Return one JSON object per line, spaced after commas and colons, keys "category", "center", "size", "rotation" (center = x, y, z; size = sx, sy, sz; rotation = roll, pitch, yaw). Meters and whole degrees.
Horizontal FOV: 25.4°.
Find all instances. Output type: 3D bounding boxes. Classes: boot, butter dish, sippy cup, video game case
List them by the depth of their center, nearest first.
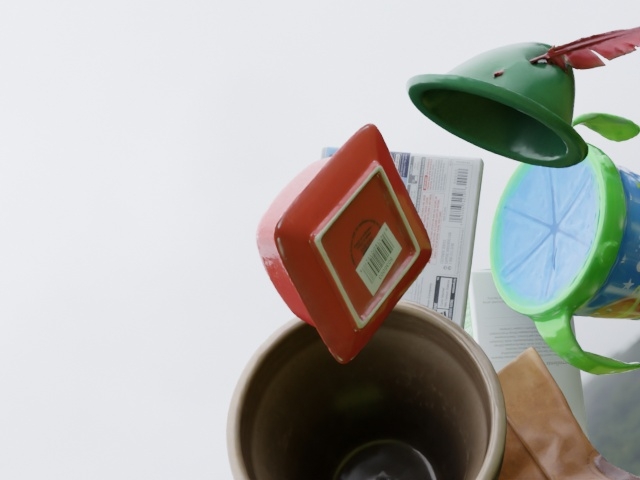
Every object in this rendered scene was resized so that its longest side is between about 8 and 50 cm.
{"category": "butter dish", "center": [0.000, 0.000, 1.233], "size": [0.160, 0.118, 0.160], "rotation": [-50, -52, -33]}
{"category": "boot", "center": [0.297, 0.230, 1.498], "size": [0.264, 0.280, 0.096], "rotation": [-36, -30, 2]}
{"category": "video game case", "center": [0.077, 0.002, 1.548], "size": [0.023, 0.183, 0.201], "rotation": [34, -118, -72]}
{"category": "sippy cup", "center": [0.375, 0.004, 1.833], "size": [0.224, 0.240, 0.306], "rotation": [13, -75, -28]}

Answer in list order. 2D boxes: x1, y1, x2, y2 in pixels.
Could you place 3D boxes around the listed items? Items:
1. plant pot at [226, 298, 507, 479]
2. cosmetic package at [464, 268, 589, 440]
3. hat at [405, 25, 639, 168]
{"category": "plant pot", "center": [0.054, 0.215, 1.403], "size": [0.263, 0.263, 0.229], "rotation": [-35, -26, -9]}
{"category": "cosmetic package", "center": [0.267, 0.236, 1.965], "size": [0.155, 0.366, 0.197], "rotation": [0, -16, -13]}
{"category": "hat", "center": [0.207, -0.183, 1.343], "size": [0.173, 0.208, 0.184], "rotation": [-2, 63, 66]}
